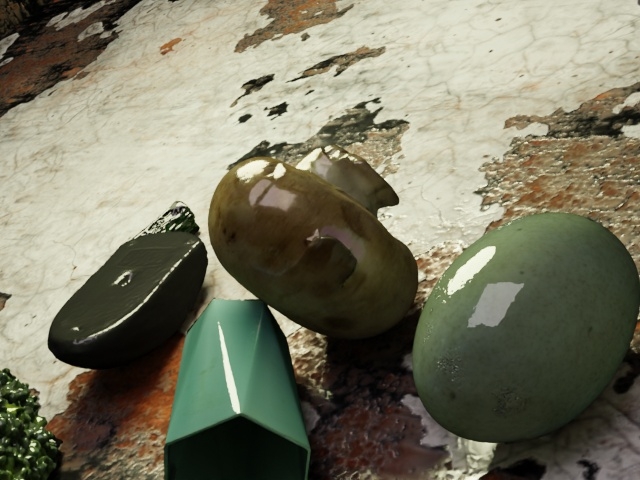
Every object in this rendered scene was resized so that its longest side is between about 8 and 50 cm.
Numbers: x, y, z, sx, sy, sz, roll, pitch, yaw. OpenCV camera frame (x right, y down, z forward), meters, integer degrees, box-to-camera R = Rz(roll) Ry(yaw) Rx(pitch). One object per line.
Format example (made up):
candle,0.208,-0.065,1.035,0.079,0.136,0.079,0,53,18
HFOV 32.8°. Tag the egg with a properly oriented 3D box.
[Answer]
egg,0.178,0.075,0.945,0.236,0.169,0.169,-46,34,-23

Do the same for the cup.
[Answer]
cup,-0.086,0.164,1.082,0.148,0.134,0.235,-22,27,6

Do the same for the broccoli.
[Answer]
broccoli,-0.421,0.253,1.158,0.245,0.288,0.248,-36,66,17

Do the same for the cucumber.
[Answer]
cucumber,-0.245,0.017,1.500,0.058,0.058,0.187,11,48,48

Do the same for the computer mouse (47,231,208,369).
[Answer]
computer mouse,-0.233,0.086,1.355,0.138,0.086,0.269,-2,31,25

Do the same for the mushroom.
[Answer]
mushroom,0.000,0.000,1.141,0.184,0.255,0.255,-46,33,-7
